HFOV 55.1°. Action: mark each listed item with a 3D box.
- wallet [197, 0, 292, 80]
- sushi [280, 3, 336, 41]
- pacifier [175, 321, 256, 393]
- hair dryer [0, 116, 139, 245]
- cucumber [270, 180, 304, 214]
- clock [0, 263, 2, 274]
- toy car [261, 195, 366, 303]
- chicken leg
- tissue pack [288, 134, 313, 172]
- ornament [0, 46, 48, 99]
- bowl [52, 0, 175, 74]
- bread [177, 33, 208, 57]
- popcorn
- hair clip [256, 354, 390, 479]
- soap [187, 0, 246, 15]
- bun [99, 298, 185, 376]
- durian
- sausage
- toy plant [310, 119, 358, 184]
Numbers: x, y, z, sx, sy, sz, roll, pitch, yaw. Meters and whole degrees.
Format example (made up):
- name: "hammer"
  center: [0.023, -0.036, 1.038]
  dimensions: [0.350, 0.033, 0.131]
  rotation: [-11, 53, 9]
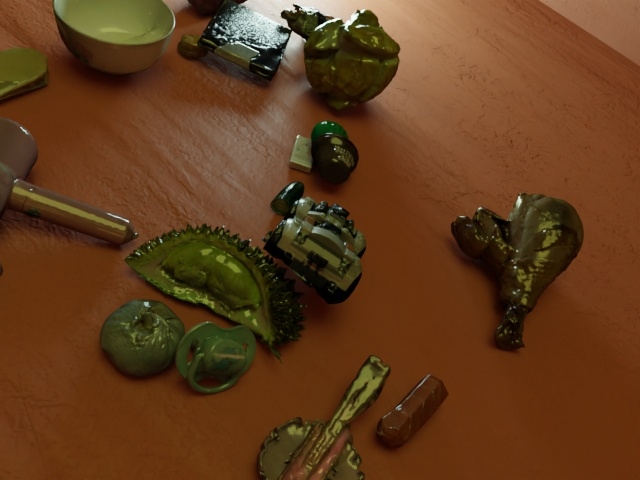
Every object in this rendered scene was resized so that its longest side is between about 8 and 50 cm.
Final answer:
- name: "wallet"
  center: [-0.201, -0.558, 1.686]
  dimensions: [0.221, 0.071, 0.262]
  rotation: [25, 44, -13]
- name: "sushi"
  center: [-0.029, -0.633, 1.818]
  dimensions: [0.226, 0.097, 0.103]
  rotation: [-2, 42, -45]
- name: "pacifier"
  center: [-0.188, 0.191, 1.047]
  dimensions: [0.150, 0.126, 0.117]
  rotation: [5, 10, -40]
- name: "hair dryer"
  center: [-0.508, -0.080, 1.148]
  dimensions: [0.353, 0.125, 0.210]
  rotation: [22, 44, -16]
- name: "cucumber"
  center: [-0.067, -0.102, 1.373]
  dimensions: [0.048, 0.048, 0.105]
  rotation: [30, 46, 6]
- name: "clock"
  center: [-0.596, 0.066, 1.008]
  dimensions: [0.110, 0.050, 0.152]
  rotation: [8, 48, -16]
- name: "toy car"
  center: [0.001, -0.002, 1.215]
  dimensions: [0.193, 0.118, 0.301]
  rotation: [34, 22, -3]
- name: "chicken leg"
  center: [0.423, 0.051, 1.389]
  dimensions: [0.295, 0.182, 0.409]
  rotation: [21, 61, 9]
- name: "tissue pack"
  center: [-0.043, -0.211, 1.498]
  dimensions: [0.056, 0.023, 0.108]
  rotation: [19, 46, -7]
- name: "ornament"
  center: [-0.709, -0.363, 1.344]
  dimensions: [0.201, 0.059, 0.180]
  rotation: [3, 52, -22]
- name: "bowl"
  center: [-0.500, -0.499, 1.486]
  dimensions: [0.277, 0.145, 0.277]
  rotation: [11, 49, -12]
- name: "bread"
  center: [-0.338, -0.520, 1.639]
  dimensions: [0.081, 0.046, 0.083]
  rotation: [38, 49, 21]
- name: "popcorn"
  center: [0.081, -0.497, 1.668]
  dimensions: [0.277, 0.225, 0.276]
  rotation: [8, 38, -7]
- name: "hair clip"
  center: [0.022, 0.322, 1.016]
  dimensions: [0.173, 0.069, 0.300]
  rotation: [35, 57, 12]
- name: "soap"
  center: [-0.275, -0.802, 1.797]
  dimensions: [0.127, 0.220, 0.325]
  rotation: [37, 46, 18]
- name: "bun"
  center: [-0.295, 0.154, 1.029]
  dimensions: [0.141, 0.083, 0.140]
  rotation: [10, 45, -11]
- name: "durian"
  center: [-0.176, 0.074, 1.156]
  dimensions: [0.352, 0.158, 0.169]
  rotation: [29, 80, 4]
- name: "sausage"
  center: [0.159, 0.309, 1.089]
  dimensions: [0.065, 0.065, 0.169]
  rotation: [43, 49, 17]
- name: "toy plant"
  center: [0.038, -0.216, 1.479]
  dimensions: [0.143, 0.105, 0.200]
  rotation: [37, 35, -25]
